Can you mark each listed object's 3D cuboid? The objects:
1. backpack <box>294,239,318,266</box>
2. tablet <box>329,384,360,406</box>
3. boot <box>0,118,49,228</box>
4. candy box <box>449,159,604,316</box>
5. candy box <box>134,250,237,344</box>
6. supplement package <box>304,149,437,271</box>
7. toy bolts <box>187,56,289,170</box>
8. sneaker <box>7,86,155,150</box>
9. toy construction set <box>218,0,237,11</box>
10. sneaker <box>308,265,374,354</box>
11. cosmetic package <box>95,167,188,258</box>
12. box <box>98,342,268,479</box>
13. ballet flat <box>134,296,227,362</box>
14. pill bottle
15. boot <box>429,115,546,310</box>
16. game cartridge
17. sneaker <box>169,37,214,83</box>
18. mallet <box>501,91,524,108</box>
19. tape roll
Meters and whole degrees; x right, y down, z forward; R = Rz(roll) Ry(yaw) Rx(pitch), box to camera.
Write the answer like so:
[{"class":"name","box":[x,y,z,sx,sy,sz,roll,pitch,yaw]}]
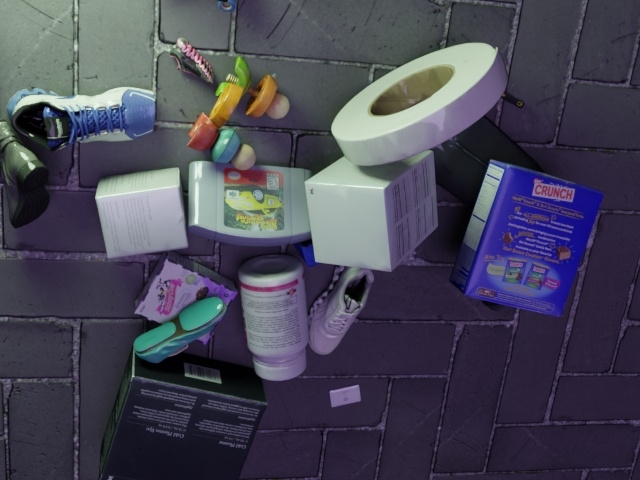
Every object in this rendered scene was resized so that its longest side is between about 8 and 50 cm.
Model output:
[{"class":"backpack","box":[0.000,0.000,1.970,0.120,0.098,0.101,-23,135,-12]},{"class":"tablet","box":[0.067,0.425,2.198,0.083,0.006,0.054,-11,113,-7]},{"class":"boot","box":[-0.671,-0.148,1.766,0.083,0.161,0.246,-32,165,-38]},{"class":"candy box","box":[0.485,-0.006,1.906,0.268,0.122,0.317,14,102,-17]},{"class":"candy box","box":[-0.329,0.138,1.963,0.196,0.070,0.165,27,104,-21]},{"class":"supplement package","box":[0.123,-0.079,1.838,0.199,0.263,0.198,7,116,30]},{"class":"toy bolts","box":[-0.175,-0.251,1.780,0.158,0.218,0.228,30,116,-19]},{"class":"sneaker","box":[-0.511,-0.248,1.712,0.316,0.182,0.127,-2,113,-11]},{"class":"toy construction set","box":[-0.264,-0.631,1.614,0.237,0.257,0.308,10,88,-3]},{"class":"sneaker","box":[0.051,0.171,2.035,0.110,0.118,0.292,18,108,-20]},{"class":"cosmetic package","box":[-0.400,-0.065,1.824,0.184,0.151,0.151,-8,113,-9]},{"class":"box","box":[-0.350,0.463,2.029,0.343,0.179,0.312,16,106,-17]},{"class":"ballet flat","box":[-0.324,0.217,1.925,0.247,0.083,0.087,-28,140,2]},{"class":"pill bottle","box":[-0.111,0.191,1.983,0.160,0.160,0.283,-8,112,-9]},{"class":"boot","box":[0.391,-0.082,1.989,0.445,0.146,0.367,36,92,-25]},{"class":"game cartridge","box":[-0.157,-0.082,1.859,0.294,0.060,0.196,3,67,-14]},{"class":"sneaker","box":[-0.287,-0.389,1.785,0.057,0.047,0.119,-35,111,19]},{"class":"mallet","box":[0.413,-0.357,1.950,0.190,0.039,0.062,29,101,-25]},{"class":"tape roll","box":[0.210,-0.298,1.736,0.392,0.392,0.072,-30,114,1]}]
